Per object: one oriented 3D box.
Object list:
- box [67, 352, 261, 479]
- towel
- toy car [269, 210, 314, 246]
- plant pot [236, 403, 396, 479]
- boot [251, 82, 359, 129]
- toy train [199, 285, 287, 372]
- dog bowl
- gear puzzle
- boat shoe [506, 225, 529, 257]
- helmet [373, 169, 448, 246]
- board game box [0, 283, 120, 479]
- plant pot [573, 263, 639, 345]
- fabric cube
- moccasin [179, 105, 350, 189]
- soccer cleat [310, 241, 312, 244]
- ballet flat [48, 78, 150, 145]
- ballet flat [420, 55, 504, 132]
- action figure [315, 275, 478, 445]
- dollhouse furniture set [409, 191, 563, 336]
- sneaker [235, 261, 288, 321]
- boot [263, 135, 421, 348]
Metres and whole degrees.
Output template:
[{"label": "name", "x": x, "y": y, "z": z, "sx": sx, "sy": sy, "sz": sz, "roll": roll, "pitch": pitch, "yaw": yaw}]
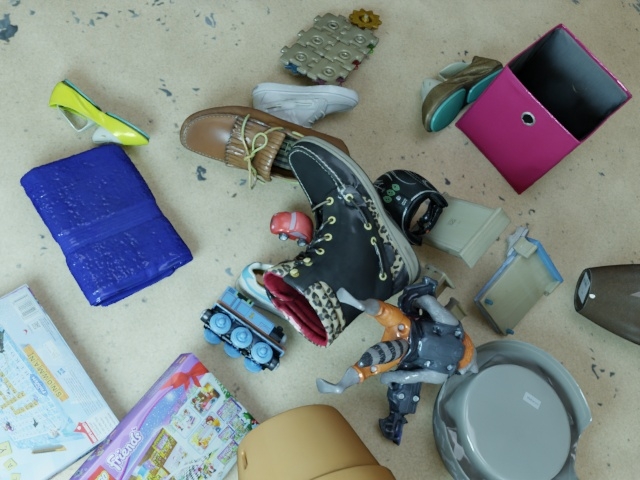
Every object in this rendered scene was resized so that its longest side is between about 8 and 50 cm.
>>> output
[{"label": "box", "x": -0.263, "y": 0.371, "z": 1.322, "sx": 0.201, "sy": 0.057, "sz": 0.293, "roll": 50, "pitch": 58, "yaw": -15}, {"label": "towel", "x": -0.423, "y": -0.033, "z": 1.488, "sx": 0.227, "sy": 0.076, "sz": 0.308, "roll": -25, "pitch": 76, "yaw": -35}, {"label": "toy car", "x": 0.036, "y": -0.022, "z": 1.625, "sx": 0.239, "sy": 0.053, "sz": 0.225, "roll": 45, "pitch": 53, "yaw": -1}, {"label": "plant pot", "x": -0.021, "y": 0.422, "z": 1.306, "sx": 0.290, "sy": 0.291, "sz": 0.204, "roll": -10, "pitch": 54, "yaw": -23}, {"label": "boot", "x": -0.031, "y": -0.289, "z": 1.746, "sx": 0.258, "sy": 0.095, "sz": 0.124, "roll": -1, "pitch": 76, "yaw": -15}, {"label": "toy train", "x": -0.146, "y": 0.178, "z": 1.479, "sx": 0.184, "sy": 0.080, "sz": 0.105, "roll": 35, "pitch": 53, "yaw": -1}, {"label": "dog bowl", "x": 0.390, "y": 0.385, "z": 1.557, "sx": 0.348, "sy": 0.102, "sz": 0.349, "roll": 8, "pitch": 64, "yaw": -17}, {"label": "gear puzzle", "x": 0.042, "y": -0.491, "z": 1.884, "sx": 0.175, "sy": 0.044, "sz": 0.339, "roll": 30, "pitch": 54, "yaw": 11}, {"label": "boat shoe", "x": 0.466, "y": 0.002, "z": 1.810, "sx": 0.035, "sy": 0.035, "sz": 0.100, "roll": 26, "pitch": 60, "yaw": 25}, {"label": "helmet", "x": 0.180, "y": -0.077, "z": 1.652, "sx": 0.169, "sy": 0.170, "sz": 0.161, "roll": -21, "pitch": 33, "yaw": -27}, {"label": "board game box", "x": -0.562, "y": 0.286, "z": 1.283, "sx": 0.318, "sy": 0.066, "sz": 0.319, "roll": -31, "pitch": 80, "yaw": -29}, {"label": "plant pot", "x": 0.721, "y": 0.139, "z": 1.751, "sx": 0.230, "sy": 0.215, "sz": 0.215, "roll": 13, "pitch": 61, "yaw": 2}, {"label": "fabric cube", "x": 0.542, "y": -0.320, "z": 1.858, "sx": 0.259, "sy": 0.258, "sz": 0.254, "roll": -38, "pitch": 83, "yaw": -30}, {"label": "moccasin", "x": -0.113, "y": -0.188, "z": 1.622, "sx": 0.379, "sy": 0.139, "sz": 0.147, "roll": 17, "pitch": 26, "yaw": -19}, {"label": "soccer cleat", "x": -0.014, "y": 0.040, "z": 1.621, "sx": 0.035, "sy": 0.029, "sz": 0.083, "roll": 7, "pitch": 64, "yaw": 0}, {"label": "ballet flat", "x": -0.469, "y": -0.246, "z": 1.576, "sx": 0.231, "sy": 0.077, "sz": 0.077, "roll": 34, "pitch": 80, "yaw": 2}, {"label": "ballet flat", "x": 0.333, "y": -0.385, "z": 1.909, "sx": 0.124, "sy": 0.116, "sz": 0.342, "roll": 37, "pitch": 57, "yaw": 24}, {"label": "action figure", "x": 0.162, "y": 0.242, "z": 1.424, "sx": 0.330, "sy": 0.178, "sz": 0.342, "roll": 4, "pitch": 94, "yaw": -30}, {"label": "dollhouse furniture set", "x": 0.344, "y": 0.090, "z": 1.705, "sx": 0.286, "sy": 0.198, "sz": 0.303, "roll": -48, "pitch": 119, "yaw": -10}, {"label": "sneaker", "x": -0.057, "y": 0.111, "z": 1.533, "sx": 0.228, "sy": 0.092, "sz": 0.088, "roll": 18, "pitch": 59, "yaw": -12}, {"label": "boot", "x": 0.000, "y": 0.000, "z": 1.481, "sx": 0.284, "sy": 0.138, "sz": 0.377, "roll": -38, "pitch": 95, "yaw": -34}]
